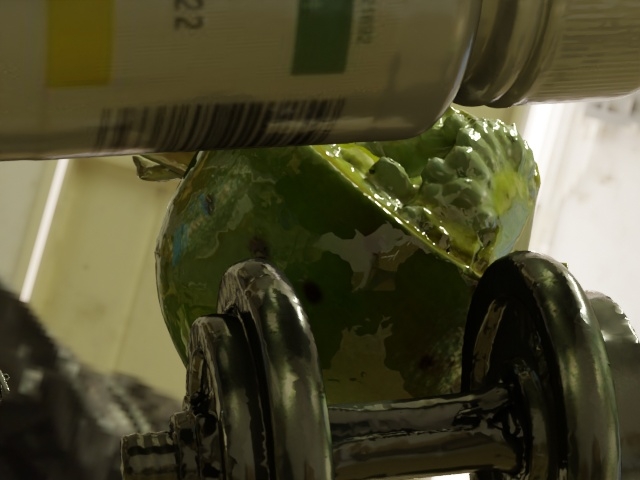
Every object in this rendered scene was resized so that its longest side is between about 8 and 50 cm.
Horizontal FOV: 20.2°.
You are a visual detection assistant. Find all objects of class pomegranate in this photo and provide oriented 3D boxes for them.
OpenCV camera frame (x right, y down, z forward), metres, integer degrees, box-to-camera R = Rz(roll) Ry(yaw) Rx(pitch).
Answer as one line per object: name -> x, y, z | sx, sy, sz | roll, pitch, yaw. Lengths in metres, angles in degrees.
pomegranate -> 0.000, 0.000, 1.142 | 0.341, 0.260, 0.260 | 34, 8, 34

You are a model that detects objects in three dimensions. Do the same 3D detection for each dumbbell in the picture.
dumbbell -> 0.042, 0.100, 0.918 | 0.290, 0.192, 0.192 | -3, 1, -11

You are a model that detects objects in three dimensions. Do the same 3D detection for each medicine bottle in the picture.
medicine bottle -> -0.012, -0.148, 0.847 | 0.340, 0.208, 0.208 | -4, 2, -15

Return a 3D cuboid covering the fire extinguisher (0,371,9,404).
fire extinguisher -> -0.319, 0.143, 1.569 | 0.049, 0.035, 0.173 | 35, -40, -13
